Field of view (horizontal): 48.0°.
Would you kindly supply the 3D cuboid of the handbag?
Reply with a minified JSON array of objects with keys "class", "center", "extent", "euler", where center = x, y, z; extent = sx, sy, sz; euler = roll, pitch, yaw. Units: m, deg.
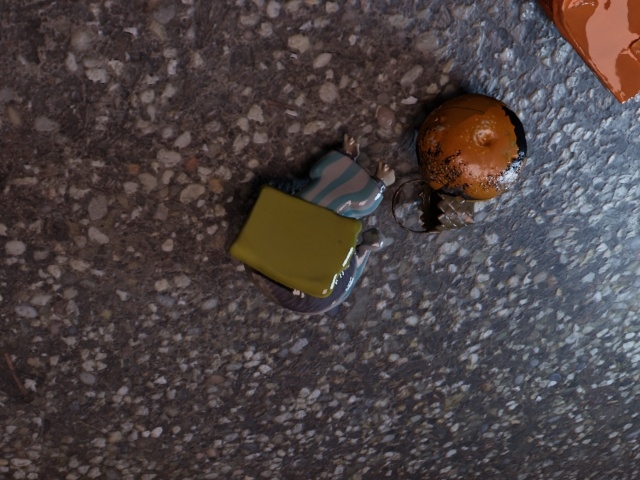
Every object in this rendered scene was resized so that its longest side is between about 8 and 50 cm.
[{"class":"handbag","center":[0.622,-0.482,1.287],"extent":[0.410,0.116,0.303],"euler":[-42,115,18]}]

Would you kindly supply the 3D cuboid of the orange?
[{"class":"orange","center":[0.319,-0.195,1.512],"extent":[0.234,0.235,0.182],"euler":[-20,176,0]}]

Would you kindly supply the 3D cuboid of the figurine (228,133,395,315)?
[{"class":"figurine","center":[0.000,0.000,1.630],"extent":[0.361,0.266,0.378],"euler":[-47,165,-9]}]

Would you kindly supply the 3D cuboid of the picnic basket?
[{"class":"picnic basket","center":[0.251,-0.079,1.634],"extent":[0.178,0.138,0.128],"euler":[2,90,-10]}]

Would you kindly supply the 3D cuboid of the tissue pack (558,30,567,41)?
[{"class":"tissue pack","center":[0.553,-0.465,1.422],"extent":[0.148,0.099,0.106],"euler":[-22,127,3]}]
